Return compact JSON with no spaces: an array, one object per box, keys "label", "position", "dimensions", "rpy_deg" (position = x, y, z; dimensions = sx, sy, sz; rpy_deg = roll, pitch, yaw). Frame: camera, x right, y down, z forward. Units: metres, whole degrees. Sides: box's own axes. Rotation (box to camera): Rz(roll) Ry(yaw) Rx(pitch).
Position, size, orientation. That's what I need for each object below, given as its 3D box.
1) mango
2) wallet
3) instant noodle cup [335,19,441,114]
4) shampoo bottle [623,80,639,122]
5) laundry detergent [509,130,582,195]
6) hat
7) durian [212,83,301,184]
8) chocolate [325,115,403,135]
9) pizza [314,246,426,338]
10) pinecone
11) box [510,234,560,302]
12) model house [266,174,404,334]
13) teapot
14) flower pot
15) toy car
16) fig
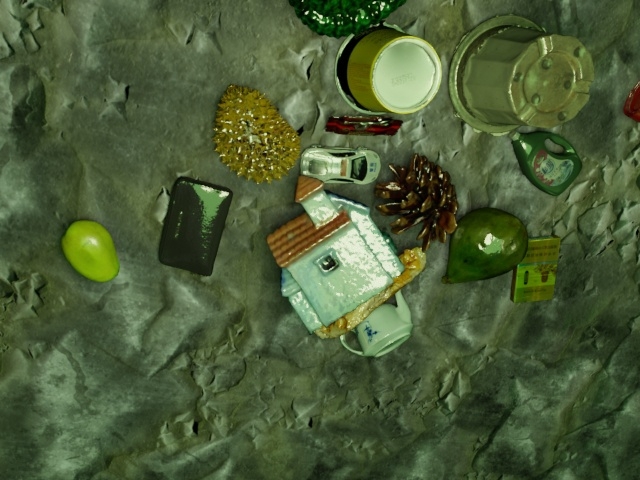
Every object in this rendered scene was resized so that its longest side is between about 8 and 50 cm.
[{"label":"mango","position":[-0.561,0.029,1.261],"dimensions":[0.117,0.089,0.163],"rpy_deg":[-9,112,-4]},{"label":"wallet","position":[-0.318,-0.030,1.301],"dimensions":[0.149,0.044,0.250],"rpy_deg":[16,108,-10]},{"label":"instant noodle cup","position":[0.155,-0.370,1.139],"dimensions":[0.216,0.236,0.215],"rpy_deg":[-4,111,-10]},{"label":"shampoo bottle","position":[0.948,-0.320,1.357],"dimensions":[0.314,0.076,0.118],"rpy_deg":[21,103,-15]},{"label":"laundry detergent","position":[0.577,-0.221,1.350],"dimensions":[0.211,0.063,0.137],"rpy_deg":[37,100,-17]},{"label":"hat","position":[0.065,-0.528,1.009],"dimensions":[0.242,0.332,0.274],"rpy_deg":[38,105,-11]},{"label":"durian","position":[-0.152,-0.229,1.206],"dimensions":[0.183,0.138,0.249],"rpy_deg":[-43,117,-1]},{"label":"chocolate","position":[0.103,-0.274,1.254],"dimensions":[0.183,0.086,0.028],"rpy_deg":[-1,75,-11]},{"label":"pizza","position":[0.127,0.142,1.354],"dimensions":[0.365,0.182,0.074],"rpy_deg":[-38,93,13]},{"label":"pinecone","position":[0.231,-0.098,1.262],"dimensions":[0.201,0.228,0.202],"rpy_deg":[25,127,-29]},{"label":"box","position":[0.614,0.083,1.485],"dimensions":[0.122,0.030,0.193],"rpy_deg":[-5,111,-7]},{"label":"model house","position":[0.000,0.000,1.266],"dimensions":[0.295,0.251,0.329],"rpy_deg":[-34,104,6]},{"label":"teapot","position":[0.156,0.231,1.426],"dimensions":[0.232,0.159,0.159],"rpy_deg":[-39,111,17]},{"label":"flower pot","position":[0.463,-0.367,1.171],"dimensions":[0.291,0.259,0.290],"rpy_deg":[-2,109,-7]},{"label":"toy car","position":[0.051,-0.186,1.289],"dimensions":[0.205,0.056,0.095],"rpy_deg":[2,109,-8]},{"label":"fig","position":[0.419,0.033,1.352],"dimensions":[0.195,0.195,0.244],"rpy_deg":[36,93,-19]}]
